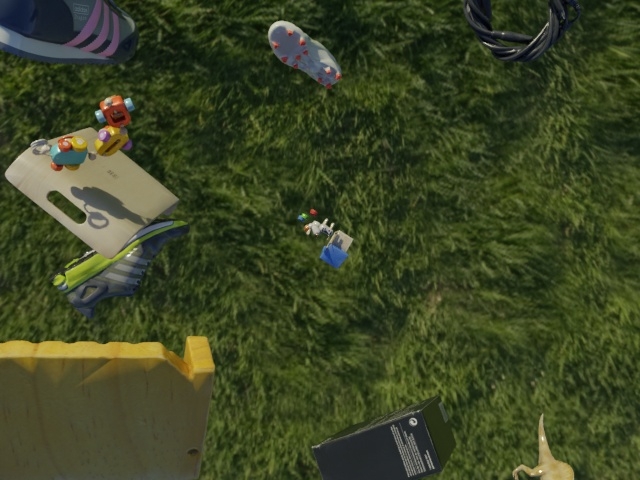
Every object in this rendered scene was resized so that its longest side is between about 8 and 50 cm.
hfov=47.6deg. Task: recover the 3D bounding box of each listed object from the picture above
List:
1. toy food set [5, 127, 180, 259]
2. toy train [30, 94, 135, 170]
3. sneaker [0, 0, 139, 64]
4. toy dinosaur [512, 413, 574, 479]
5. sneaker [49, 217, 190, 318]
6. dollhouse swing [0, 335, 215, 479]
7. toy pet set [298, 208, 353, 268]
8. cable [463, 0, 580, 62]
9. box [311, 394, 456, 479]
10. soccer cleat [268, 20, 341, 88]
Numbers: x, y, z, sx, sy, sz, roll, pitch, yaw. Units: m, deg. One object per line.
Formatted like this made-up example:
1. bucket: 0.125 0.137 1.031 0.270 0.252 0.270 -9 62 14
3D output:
1. toy food set: -0.398 -0.085 1.309 0.219 0.306 0.092 40 108 -6
2. toy train: -0.359 -0.171 1.122 0.166 0.046 0.125 -25 156 -3
3. sneaker: -0.282 -0.284 0.849 0.112 0.319 0.131 26 107 0
4. toy dinosaur: 0.372 0.389 1.205 0.092 0.183 0.053 -31 126 20
5. sneaker: -0.395 0.047 1.491 0.300 0.111 0.121 -32 109 -23
6. dollhouse swing: -0.345 0.170 1.034 0.346 0.305 0.315 3 125 -15
7. toy pet set: 0.000 0.000 1.451 0.114 0.122 0.065 32 79 -8
8. cable: 0.298 -0.371 1.125 0.150 0.047 0.184 -39 96 26
9. box: 0.116 0.342 1.209 0.184 0.261 0.103 -20 78 13
10. soccer cleat: -0.033 -0.355 1.362 0.068 0.076 0.196 -35 142 23
